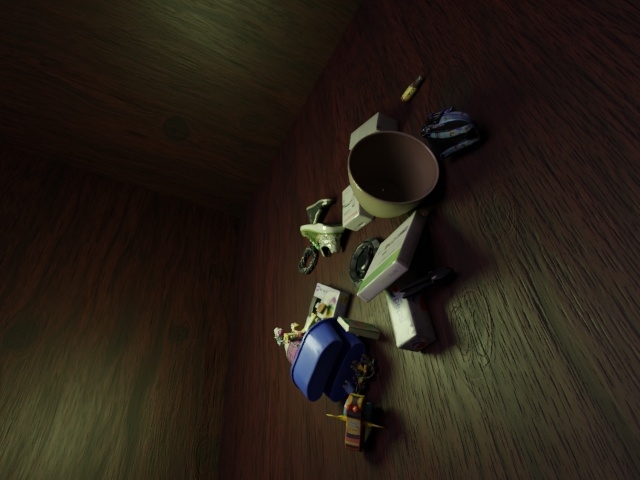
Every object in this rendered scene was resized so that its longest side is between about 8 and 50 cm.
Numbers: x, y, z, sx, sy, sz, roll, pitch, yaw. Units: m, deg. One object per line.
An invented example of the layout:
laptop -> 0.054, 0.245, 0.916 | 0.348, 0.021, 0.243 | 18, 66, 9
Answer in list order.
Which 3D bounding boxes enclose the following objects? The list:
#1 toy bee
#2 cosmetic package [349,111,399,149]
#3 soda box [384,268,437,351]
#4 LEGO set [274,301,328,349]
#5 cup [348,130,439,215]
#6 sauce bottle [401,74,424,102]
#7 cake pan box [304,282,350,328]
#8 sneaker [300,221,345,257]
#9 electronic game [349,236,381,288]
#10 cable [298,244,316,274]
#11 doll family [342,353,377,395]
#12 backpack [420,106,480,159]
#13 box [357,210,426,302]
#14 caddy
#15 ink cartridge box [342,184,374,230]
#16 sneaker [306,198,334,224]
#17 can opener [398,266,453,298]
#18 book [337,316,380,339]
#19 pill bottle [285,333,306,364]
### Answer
toy bee -> 0.112, 0.595, 1.391 | 0.196, 0.162, 0.297 | -17, 81, 17
cosmetic package -> 0.253, -0.499, 1.917 | 0.238, 0.127, 0.107 | -25, 53, 57
soda box -> 0.298, 0.227, 1.373 | 0.098, 0.091, 0.286 | -51, 32, 37
LEGO set -> -0.054, 0.391, 1.757 | 0.107, 0.287, 0.132 | 16, 125, 54
cup -> 0.258, -0.216, 1.547 | 0.237, 0.332, 0.330 | 96, 177, -62
sauce bottle -> 0.412, -0.679, 1.795 | 0.128, 0.042, 0.042 | -53, 31, 41
cake pan box -> 0.028, 0.341, 1.912 | 0.267, 0.070, 0.245 | 11, 82, 66
sneaker -> 0.000, 0.000, 2.131 | 0.410, 0.158, 0.181 | 176, 92, -70
electronic game -> 0.195, 0.096, 1.734 | 0.229, 0.048, 0.229 | -46, 33, 44
cable -> -0.071, 0.123, 2.306 | 0.184, 0.047, 0.150 | -56, 34, 28
doll family -> 0.150, 0.529, 1.522 | 0.111, 0.076, 0.192 | 37, 113, 60
backpack -> 0.457, -0.374, 1.369 | 0.173, 0.158, 0.116 | -8, 49, 50
box -> 0.260, 0.054, 1.442 | 0.232, 0.059, 0.322 | -49, 3, 42
caddy -> 0.025, 0.477, 1.610 | 0.179, 0.242, 0.341 | 35, 105, 56
ink cartridge box -> 0.175, -0.169, 1.901 | 0.148, 0.086, 0.202 | -40, 42, 52
sneaker -> 0.009, -0.159, 2.296 | 0.222, 0.083, 0.118 | -24, 72, 51
can opener -> 0.342, 0.134, 1.306 | 0.186, 0.073, 0.059 | -26, 45, 17
book -> 0.147, 0.337, 1.558 | 0.096, 0.144, 0.035 | 35, 106, 64
pill bottle -> -0.058, 0.525, 1.844 | 0.302, 0.170, 0.169 | 13, 86, 65
